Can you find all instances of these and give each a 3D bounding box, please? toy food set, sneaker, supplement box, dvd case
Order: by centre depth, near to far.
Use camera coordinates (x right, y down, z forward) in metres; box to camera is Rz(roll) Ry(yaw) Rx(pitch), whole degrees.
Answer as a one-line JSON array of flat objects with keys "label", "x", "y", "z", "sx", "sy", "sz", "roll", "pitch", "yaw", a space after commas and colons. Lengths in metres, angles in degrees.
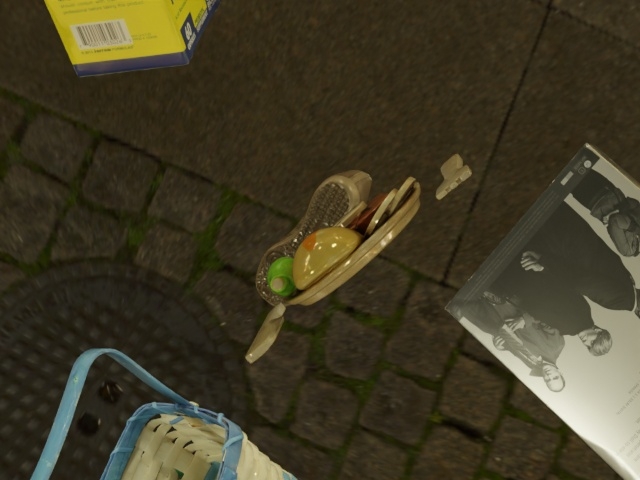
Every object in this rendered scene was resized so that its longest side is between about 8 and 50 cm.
[{"label": "toy food set", "x": 0.017, "y": -0.004, "z": 0.811, "sx": 0.192, "sy": 0.132, "sz": 0.038, "roll": -41, "pitch": 96, "yaw": 11}, {"label": "dvd case", "x": 0.237, "y": 0.069, "z": 0.909, "sx": 0.238, "sy": 0.029, "sz": 0.179, "roll": 44, "pitch": 110, "yaw": 14}, {"label": "sneaker", "x": 0.000, "y": 0.000, "z": 1.288, "sx": 0.066, "sy": 0.188, "sz": 0.071, "roll": 46, "pitch": 35, "yaw": 11}, {"label": "supplement box", "x": -0.306, "y": -0.447, "z": 1.733, "sx": 0.195, "sy": 0.357, "sz": 0.194, "roll": -4, "pitch": 40, "yaw": 18}]

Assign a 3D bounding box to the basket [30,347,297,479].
[{"label": "basket", "x": -0.180, "y": 0.280, "z": 1.219, "sx": 0.289, "sy": 0.201, "sz": 0.255, "roll": 42, "pitch": 60, "yaw": -41}]
